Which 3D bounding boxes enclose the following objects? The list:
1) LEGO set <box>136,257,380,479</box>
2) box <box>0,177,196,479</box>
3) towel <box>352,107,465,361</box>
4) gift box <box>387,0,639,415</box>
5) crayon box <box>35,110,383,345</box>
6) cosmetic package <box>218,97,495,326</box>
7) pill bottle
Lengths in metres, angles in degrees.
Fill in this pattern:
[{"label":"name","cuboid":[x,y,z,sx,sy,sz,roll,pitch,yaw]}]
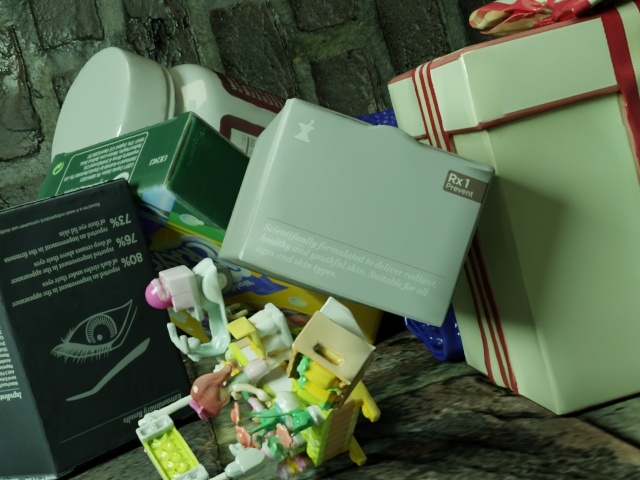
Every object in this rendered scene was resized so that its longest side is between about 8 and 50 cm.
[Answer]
[{"label":"LEGO set","cuboid":[-0.049,0.097,0.765,0.107,0.132,0.287,-26,13,-15]},{"label":"box","cuboid":[-0.211,0.071,1.036,0.108,0.207,0.153,-12,5,44]},{"label":"towel","cuboid":[0.178,-0.033,1.095,0.308,0.227,0.076,-17,-24,-20]},{"label":"gift box","cuboid":[0.208,-0.057,0.871,0.276,0.258,0.255,-17,5,-12]},{"label":"crayon box","cuboid":[-0.081,0.022,1.201,0.203,0.083,0.323,-12,-38,44]},{"label":"cosmetic package","cuboid":[0.012,-0.014,0.815,0.127,0.107,0.238,19,0,-5]},{"label":"pill bottle","cuboid":[-0.121,-0.089,1.637,0.392,0.224,0.224,19,-17,-34]}]
